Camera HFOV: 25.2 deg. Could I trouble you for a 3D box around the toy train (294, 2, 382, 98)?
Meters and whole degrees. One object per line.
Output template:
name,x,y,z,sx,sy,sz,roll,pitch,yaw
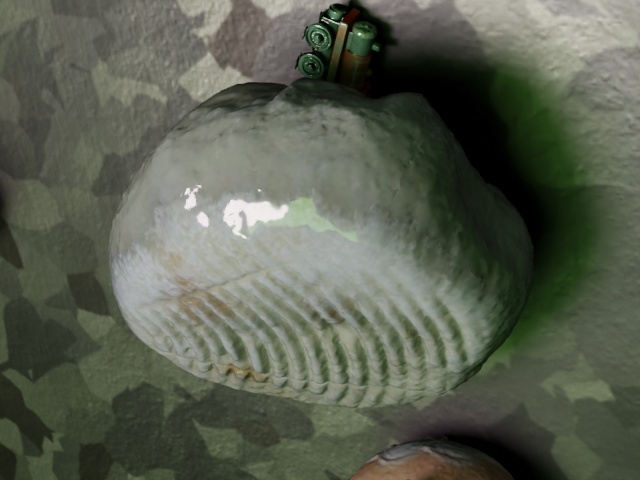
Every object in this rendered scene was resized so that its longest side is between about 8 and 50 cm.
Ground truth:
toy train,0.016,-0.144,1.177,0.064,0.044,0.103,24,128,13

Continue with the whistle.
whistle,0.109,0.299,1.330,0.189,0.189,0.348,15,145,22

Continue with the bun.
bun,-0.006,0.000,1.159,0.354,0.194,0.354,7,149,4
